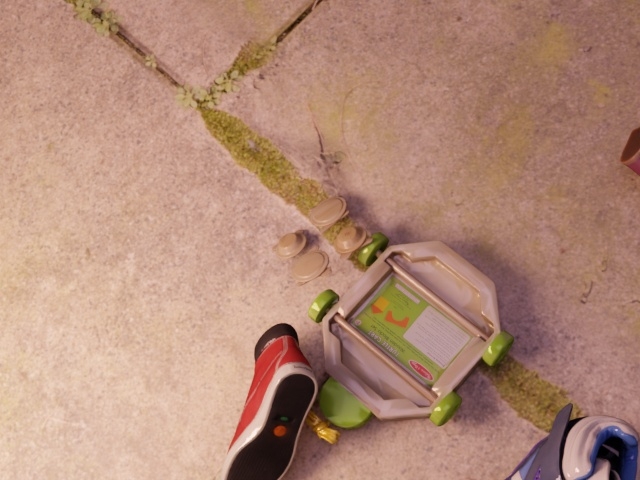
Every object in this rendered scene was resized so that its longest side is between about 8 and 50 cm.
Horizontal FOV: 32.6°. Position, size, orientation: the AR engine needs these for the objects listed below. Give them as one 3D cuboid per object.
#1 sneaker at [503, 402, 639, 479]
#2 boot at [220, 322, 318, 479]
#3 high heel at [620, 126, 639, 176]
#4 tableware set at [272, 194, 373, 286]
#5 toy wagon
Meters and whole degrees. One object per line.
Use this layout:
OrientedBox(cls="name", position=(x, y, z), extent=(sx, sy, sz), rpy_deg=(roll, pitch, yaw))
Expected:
OrientedBox(cls="sneaker", position=(0.293, 0.356, 1.419), extent=(0.130, 0.236, 0.323), rpy_deg=(42, 69, 3))
OrientedBox(cls="boot", position=(-0.086, 0.252, 1.638), extent=(0.088, 0.176, 0.244), rpy_deg=(20, 108, -21))
OrientedBox(cls="high heel", position=(0.607, -0.203, 1.685), extent=(0.181, 0.127, 0.377), rpy_deg=(37, 74, -10))
OrientedBox(cls="tableware set", position=(0.000, 0.000, 1.701), extent=(0.141, 0.020, 0.168), rpy_deg=(-34, 37, -2))
OrientedBox(cls="toy wagon", position=(0.107, 0.160, 1.639), extent=(0.267, 0.068, 0.344), rpy_deg=(39, 82, 20))
